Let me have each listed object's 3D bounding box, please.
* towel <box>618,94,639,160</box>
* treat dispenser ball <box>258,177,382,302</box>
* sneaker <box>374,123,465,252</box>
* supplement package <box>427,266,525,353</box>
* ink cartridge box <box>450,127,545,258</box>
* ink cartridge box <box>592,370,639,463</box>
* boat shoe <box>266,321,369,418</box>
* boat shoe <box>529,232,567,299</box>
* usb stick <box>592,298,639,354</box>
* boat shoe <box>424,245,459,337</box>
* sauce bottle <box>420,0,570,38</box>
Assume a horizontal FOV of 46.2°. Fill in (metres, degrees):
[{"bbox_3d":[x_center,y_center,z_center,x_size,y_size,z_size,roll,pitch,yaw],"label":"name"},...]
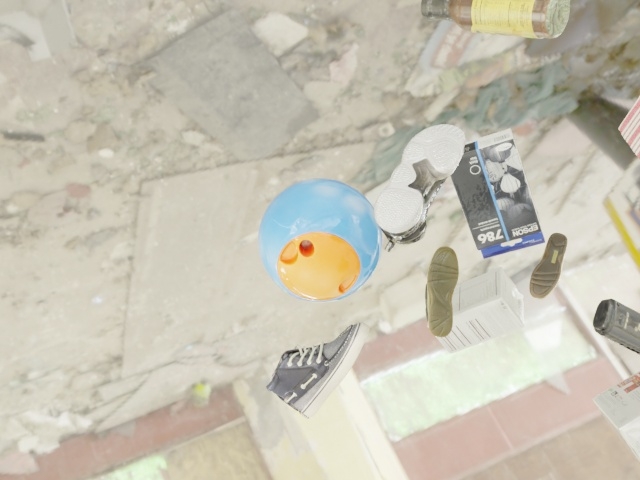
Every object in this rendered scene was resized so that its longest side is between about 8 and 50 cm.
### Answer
[{"bbox_3d":[0.808,-0.271,1.822,0.029,0.197,0.144,8,132,-20],"label":"towel"},{"bbox_3d":[0.000,0.000,1.734,0.288,0.288,0.288,-22,153,-12],"label":"treat dispenser ball"},{"bbox_3d":[0.190,-0.099,1.463,0.268,0.101,0.153,-54,161,-22],"label":"sneaker"},{"bbox_3d":[0.449,0.204,2.179,0.244,0.139,0.134,-26,118,30],"label":"supplement package"},{"bbox_3d":[0.421,-0.090,1.787,0.165,0.065,0.332,-18,119,17],"label":"ink cartridge box"},{"bbox_3d":[0.820,0.389,1.769,0.272,0.130,0.309,-34,175,9],"label":"ink cartridge box"},{"bbox_3d":[-0.015,0.318,1.974,0.340,0.158,0.127,-57,-177,27],"label":"boat shoe"},{"bbox_3d":[0.591,0.076,1.939,0.190,0.068,0.072,-60,160,-17],"label":"boat shoe"},{"bbox_3d":[0.644,0.191,1.484,0.278,0.077,0.045,25,171,-27],"label":"usb stick"},{"bbox_3d":[0.293,0.127,1.861,0.080,0.223,0.073,5,173,-8],"label":"boat shoe"},{"bbox_3d":[0.381,-0.520,1.684,0.111,0.344,0.111,-20,120,-40],"label":"sauce bottle"}]
